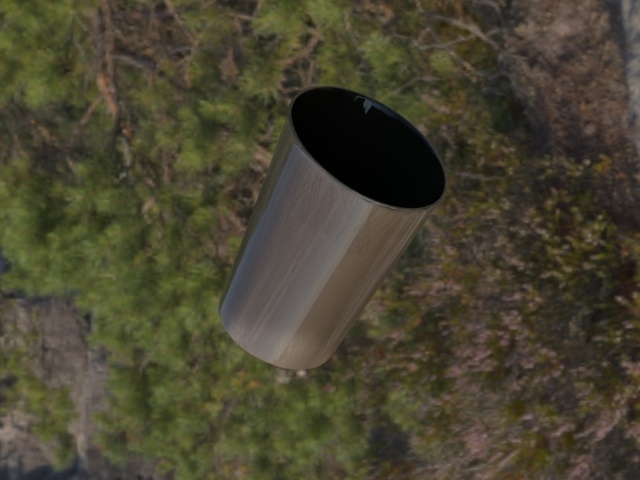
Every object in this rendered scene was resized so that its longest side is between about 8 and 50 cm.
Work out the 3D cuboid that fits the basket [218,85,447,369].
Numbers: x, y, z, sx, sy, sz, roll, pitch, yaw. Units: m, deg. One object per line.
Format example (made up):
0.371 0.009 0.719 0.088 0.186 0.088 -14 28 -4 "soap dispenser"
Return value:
0.000 0.000 0.879 0.204 0.154 0.227 -96 27 -56 "basket"
